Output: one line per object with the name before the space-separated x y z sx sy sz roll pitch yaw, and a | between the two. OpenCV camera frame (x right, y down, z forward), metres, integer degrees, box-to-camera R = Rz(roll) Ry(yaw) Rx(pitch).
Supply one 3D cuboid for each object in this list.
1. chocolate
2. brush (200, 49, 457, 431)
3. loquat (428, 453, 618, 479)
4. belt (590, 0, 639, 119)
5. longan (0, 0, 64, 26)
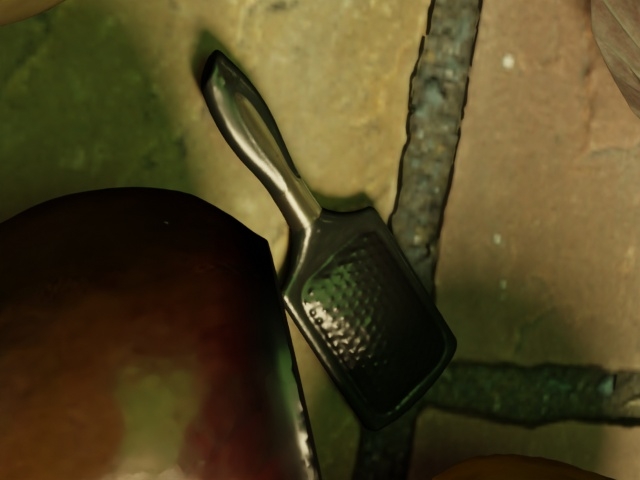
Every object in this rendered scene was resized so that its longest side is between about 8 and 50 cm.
chocolate | -0.084 0.065 0.501 0.177 0.177 0.176 -4 98 -32
brush | 0.000 0.000 0.616 0.063 0.016 0.193 -44 117 -22
loquat | 0.097 0.191 0.607 0.234 0.176 0.187 23 84 -43
belt | 0.260 -0.123 0.665 0.324 0.115 0.227 9 111 -42
longan | -0.126 -0.170 0.419 0.198 0.198 0.212 -47 111 -19
